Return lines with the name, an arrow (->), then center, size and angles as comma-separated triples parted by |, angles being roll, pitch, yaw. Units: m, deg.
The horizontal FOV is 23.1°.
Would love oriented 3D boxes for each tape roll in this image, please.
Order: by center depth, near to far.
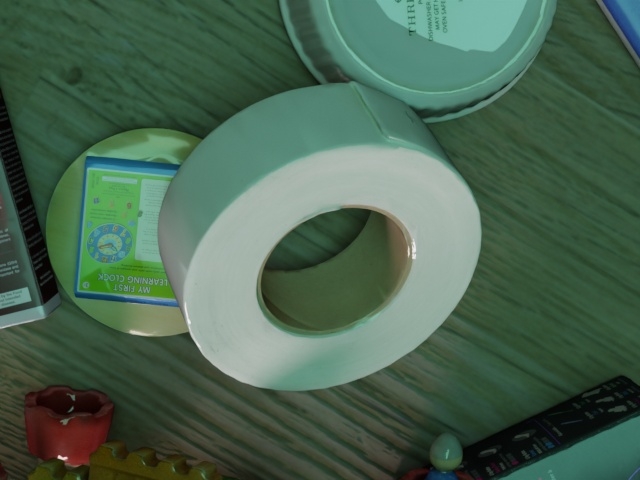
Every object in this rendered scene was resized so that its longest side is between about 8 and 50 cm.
tape roll -> 0.000, 0.000, 1.420 | 0.286, 0.100, 0.286 | -12, 130, -14

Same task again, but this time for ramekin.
ramekin -> 0.099, -0.241, 1.458 | 0.273, 0.127, 0.272 | -1, 97, -7

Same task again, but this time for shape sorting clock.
shape sorting clock -> -0.159, -0.007, 1.500 | 0.206, 0.040, 0.206 | -1, 100, -4

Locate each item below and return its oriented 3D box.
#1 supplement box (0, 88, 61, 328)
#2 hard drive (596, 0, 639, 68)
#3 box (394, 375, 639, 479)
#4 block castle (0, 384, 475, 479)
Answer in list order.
supplement box -> -0.339, -0.033, 1.454 | 0.130, 0.073, 0.239 | -13, 98, 5
hard drive -> 0.368, -0.279, 1.526 | 0.210, 0.040, 0.318 | -35, 99, -2
box -> 0.226, 0.268, 1.523 | 0.270, 0.143, 0.165 | -24, 97, -2
block castle -> -0.105, 0.249, 1.344 | 0.453, 0.303, 0.212 | 11, 104, 17
